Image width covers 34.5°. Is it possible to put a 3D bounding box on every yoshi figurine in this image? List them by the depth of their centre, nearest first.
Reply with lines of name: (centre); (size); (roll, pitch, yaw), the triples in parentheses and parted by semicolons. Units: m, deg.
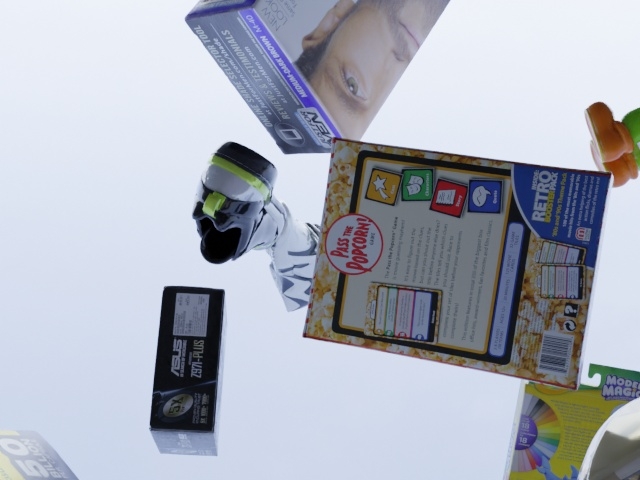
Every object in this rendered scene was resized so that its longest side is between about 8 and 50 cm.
yoshi figurine: (0.618, -0.233, 1.699); (0.362, 0.203, 0.203); (-18, -162, 11)

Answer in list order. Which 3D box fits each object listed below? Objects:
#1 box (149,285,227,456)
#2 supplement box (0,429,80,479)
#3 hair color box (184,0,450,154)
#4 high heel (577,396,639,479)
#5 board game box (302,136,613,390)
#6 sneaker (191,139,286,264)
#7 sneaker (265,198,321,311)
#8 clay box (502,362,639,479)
box: (-0.160, 0.164, 1.279); (0.078, 0.147, 0.180); (3, -112, -2)
supplement box: (-0.276, 0.234, 0.571); (0.194, 0.356, 0.195); (35, -81, 30)
hair color box: (0.031, -0.269, 1.049); (0.110, 0.185, 0.339); (4, -128, 45)
high heel: (0.277, 0.184, 0.694); (0.261, 0.186, 0.093); (-21, -172, -33)
board game box: (0.094, 0.013, 0.718); (0.193, 0.045, 0.146); (10, -88, 17)
sneaker: (-0.094, -0.021, 1.023); (0.084, 0.234, 0.097); (26, -105, 10)
sneaker: (0.000, 0.000, 1.420); (0.153, 0.235, 0.094); (-22, -130, -7)
clay box: (0.262, 0.230, 1.083); (0.127, 0.222, 0.053); (10, -172, 5)
